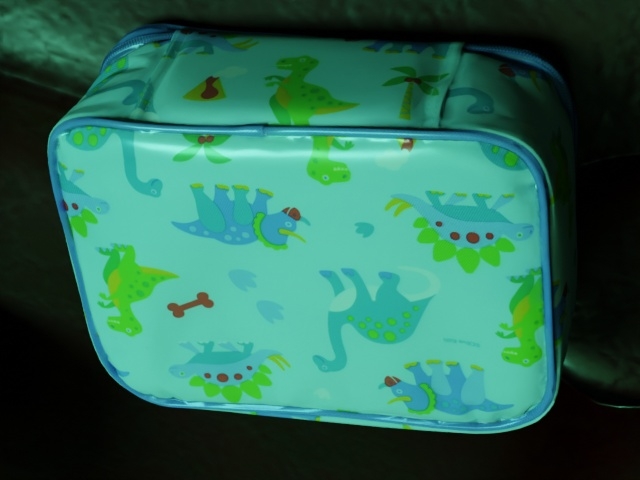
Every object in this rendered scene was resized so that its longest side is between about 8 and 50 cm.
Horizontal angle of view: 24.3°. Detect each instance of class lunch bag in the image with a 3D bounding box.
[{"bbox_3d":[0.000,0.000,0.644,0.219,0.090,0.176,3,128,16],"label":"lunch bag"}]
